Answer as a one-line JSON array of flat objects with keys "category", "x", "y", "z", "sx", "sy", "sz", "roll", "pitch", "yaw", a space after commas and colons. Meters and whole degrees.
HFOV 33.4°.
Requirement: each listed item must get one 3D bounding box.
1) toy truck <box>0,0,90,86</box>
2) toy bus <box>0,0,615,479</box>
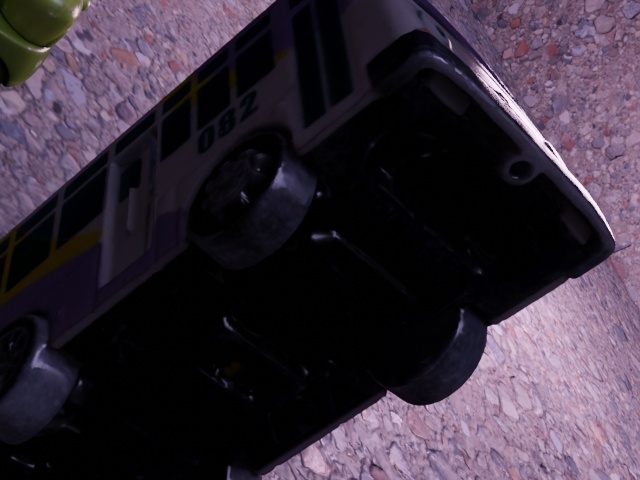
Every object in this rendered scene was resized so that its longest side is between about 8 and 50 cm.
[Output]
[{"category": "toy truck", "x": -0.288, "y": -0.234, "z": 0.938, "sx": 0.148, "sy": 0.210, "sz": 0.187, "roll": -91, "pitch": 157, "yaw": -53}, {"category": "toy bus", "x": -0.049, "y": 0.012, "z": 0.740, "sx": 0.209, "sy": 0.440, "sz": 0.249, "roll": 39, "pitch": 26, "yaw": -31}]
